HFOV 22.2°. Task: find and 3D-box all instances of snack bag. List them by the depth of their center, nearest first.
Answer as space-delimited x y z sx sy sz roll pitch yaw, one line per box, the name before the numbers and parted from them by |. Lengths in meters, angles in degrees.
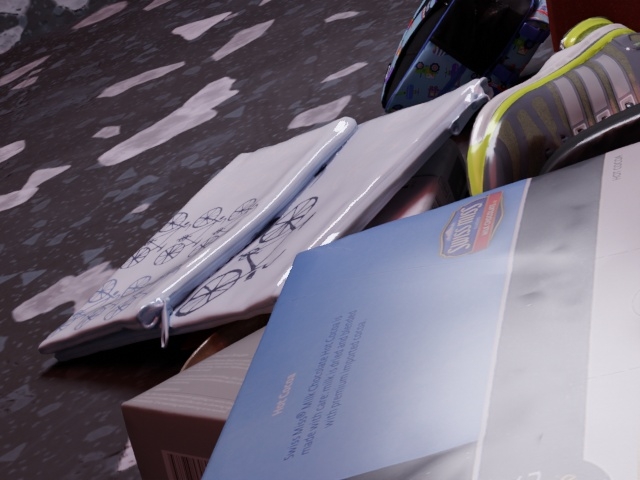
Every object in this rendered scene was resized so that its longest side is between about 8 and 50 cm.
snack bag | -0.051 -0.017 1.388 0.342 0.037 0.323 -14 25 50

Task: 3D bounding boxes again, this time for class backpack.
backpack | 0.137 -0.183 1.565 0.173 0.117 0.158 -57 3 23

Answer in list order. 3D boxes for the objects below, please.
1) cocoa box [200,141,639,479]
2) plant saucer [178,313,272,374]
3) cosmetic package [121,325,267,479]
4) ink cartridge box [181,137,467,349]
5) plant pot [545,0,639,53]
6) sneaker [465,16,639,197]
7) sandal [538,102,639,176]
cocoa box | 0.098 0.141 0.659 0.228 0.231 0.347 -18 21 19
plant saucer | -0.010 0.086 1.191 0.198 0.036 0.198 -21 20 8
cosmetic package | 0.013 0.098 0.995 0.238 0.107 0.127 -23 15 -38
ink cartridge box | 0.000 0.000 1.369 0.232 0.066 0.189 -12 23 20
plant pot | 0.322 -0.295 1.479 0.267 0.236 0.267 -16 21 19
sneaker | 0.213 -0.085 1.278 0.121 0.111 0.300 7 41 37
sandal | 0.340 -0.082 0.977 0.445 0.168 0.107 -18 9 15
